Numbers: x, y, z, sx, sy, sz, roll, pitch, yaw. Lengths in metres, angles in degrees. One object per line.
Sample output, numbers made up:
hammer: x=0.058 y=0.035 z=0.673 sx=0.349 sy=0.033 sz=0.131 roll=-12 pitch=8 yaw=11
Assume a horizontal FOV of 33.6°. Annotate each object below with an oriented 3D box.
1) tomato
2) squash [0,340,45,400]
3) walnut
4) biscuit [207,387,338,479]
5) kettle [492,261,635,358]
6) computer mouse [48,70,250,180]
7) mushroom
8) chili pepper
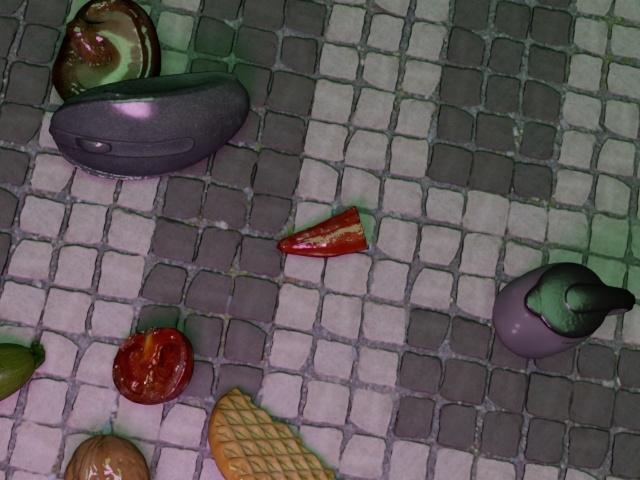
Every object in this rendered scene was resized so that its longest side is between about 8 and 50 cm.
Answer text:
tomato: x=-0.287 y=0.228 z=1.900 sx=0.159 sy=0.091 sz=0.139 roll=-13 pitch=67 yaw=18
squash: x=-0.624 y=0.252 z=1.766 sx=0.395 sy=0.107 sz=0.107 roll=-24 pitch=78 yaw=-51
walnut: x=-0.366 y=0.415 z=1.824 sx=0.166 sy=0.149 sz=0.167 roll=2 pitch=95 yaw=23
biscuit: x=-0.081 y=0.395 z=1.841 sx=0.309 sy=0.204 sz=0.040 roll=43 pitch=117 yaw=5
kettle: x=0.448 y=0.121 z=1.925 sx=0.221 sy=0.236 sz=0.161 roll=0 pitch=77 yaw=-6
computer mouse: x=-0.302 y=-0.208 z=1.941 sx=0.373 sy=0.203 sz=0.114 roll=-14 pitch=56 yaw=-14
mushroom: x=-0.398 y=-0.340 z=2.001 sx=0.194 sy=0.138 sz=0.231 roll=32 pitch=87 yaw=-12
chili pepper: x=-0.001 y=-0.004 z=1.998 sx=0.168 sy=0.065 sz=0.088 roll=-13 pitch=78 yaw=-5
